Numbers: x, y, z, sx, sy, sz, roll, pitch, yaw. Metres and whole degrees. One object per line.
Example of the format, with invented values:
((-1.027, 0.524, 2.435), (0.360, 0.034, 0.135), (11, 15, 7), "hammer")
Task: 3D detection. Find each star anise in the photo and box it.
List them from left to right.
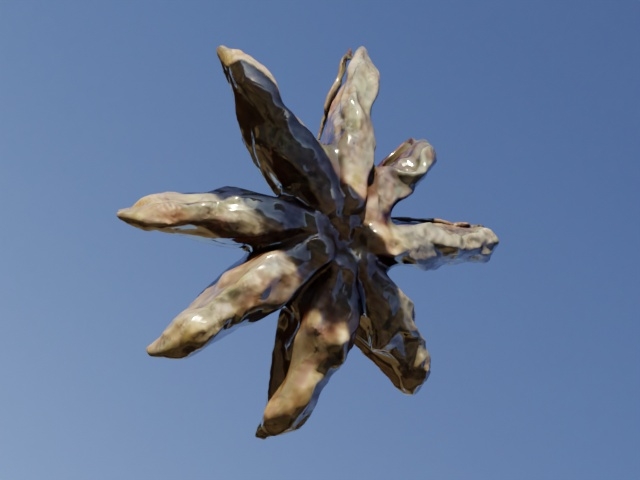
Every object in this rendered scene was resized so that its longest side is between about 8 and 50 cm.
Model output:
((-0.001, 0.001, 0.511), (0.141, 0.141, 0.042), (61, -20, -11), "star anise")
